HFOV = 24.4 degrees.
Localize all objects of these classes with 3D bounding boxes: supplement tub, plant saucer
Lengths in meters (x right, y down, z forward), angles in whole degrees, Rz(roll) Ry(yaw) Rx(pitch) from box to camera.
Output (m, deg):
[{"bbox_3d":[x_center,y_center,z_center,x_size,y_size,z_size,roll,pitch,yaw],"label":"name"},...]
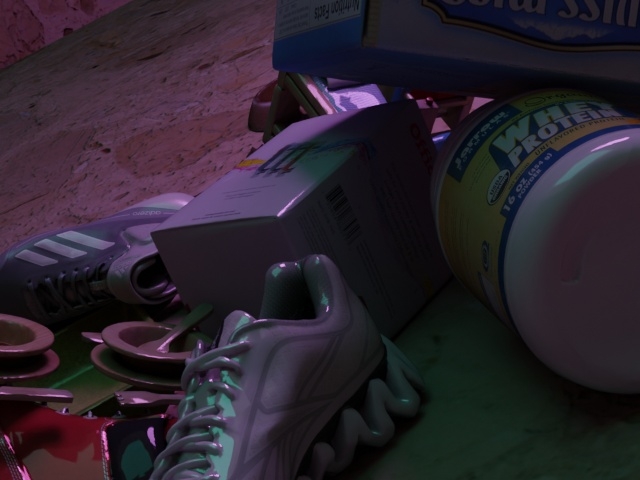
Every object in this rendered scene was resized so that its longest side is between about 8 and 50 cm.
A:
[{"bbox_3d":[0.148,-0.009,0.853,0.144,0.144,0.199,-26,19,-5],"label":"supplement tub"},{"bbox_3d":[-0.011,-0.175,1.675,0.168,0.029,0.168,-23,18,8],"label":"plant saucer"},{"bbox_3d":[-0.194,0.122,1.075,0.188,0.045,0.188,-29,19,-10],"label":"plant saucer"}]

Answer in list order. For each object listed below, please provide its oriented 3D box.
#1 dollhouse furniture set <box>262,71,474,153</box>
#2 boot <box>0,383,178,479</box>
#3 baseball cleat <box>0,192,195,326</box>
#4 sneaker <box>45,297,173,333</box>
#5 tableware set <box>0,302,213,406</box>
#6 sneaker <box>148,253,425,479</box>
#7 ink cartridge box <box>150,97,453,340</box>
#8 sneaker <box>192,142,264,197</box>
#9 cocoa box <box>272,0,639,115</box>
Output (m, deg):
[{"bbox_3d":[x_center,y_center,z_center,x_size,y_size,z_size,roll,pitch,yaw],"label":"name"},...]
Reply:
[{"bbox_3d":[0.072,-0.105,1.194,0.184,0.129,0.129,-13,49,-28],"label":"dollhouse furniture set"},{"bbox_3d":[-0.176,0.118,0.931,0.176,0.088,0.244,-19,38,-13],"label":"boot"},{"bbox_3d":[-0.178,0.025,1.135,0.206,0.072,0.109,-28,25,0],"label":"baseball cleat"},{"bbox_3d":[-0.236,0.046,1.248,0.267,0.101,0.106,-23,16,3],"label":"sneaker"},{"bbox_3d":[-0.153,0.063,0.933,0.194,0.039,0.128,5,14,-22],"label":"tableware set"},{"bbox_3d":[-0.048,0.114,0.812,0.110,0.118,0.292,-9,25,33],"label":"sneaker"},{"bbox_3d":[0.000,0.000,1.037,0.127,0.128,0.176,-6,25,43],"label":"ink cartridge box"},{"bbox_3d":[-0.050,-0.054,1.254,0.066,0.071,0.188,18,27,40],"label":"sneaker"},{"bbox_3d":[0.165,-0.206,0.981,0.347,0.228,0.231,5,2,-16],"label":"cocoa box"}]
